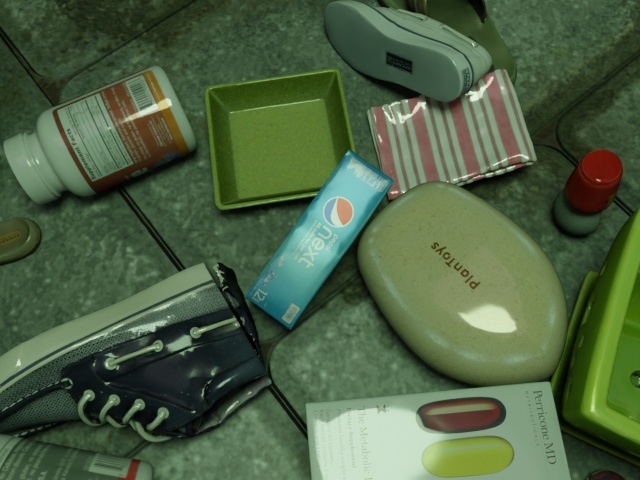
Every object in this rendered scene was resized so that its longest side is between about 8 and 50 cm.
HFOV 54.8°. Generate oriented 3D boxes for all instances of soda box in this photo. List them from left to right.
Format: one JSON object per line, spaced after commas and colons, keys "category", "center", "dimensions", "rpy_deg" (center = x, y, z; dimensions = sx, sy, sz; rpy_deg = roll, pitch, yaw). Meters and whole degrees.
{"category": "soda box", "center": [0.000, 0.000, 0.737], "dimensions": [0.067, 0.071, 0.210], "rpy_deg": [36, 87, 3]}

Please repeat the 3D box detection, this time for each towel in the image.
{"category": "towel", "center": [0.169, -0.140, 0.814], "dimensions": [0.197, 0.029, 0.144], "rpy_deg": [-15, 69, 11]}

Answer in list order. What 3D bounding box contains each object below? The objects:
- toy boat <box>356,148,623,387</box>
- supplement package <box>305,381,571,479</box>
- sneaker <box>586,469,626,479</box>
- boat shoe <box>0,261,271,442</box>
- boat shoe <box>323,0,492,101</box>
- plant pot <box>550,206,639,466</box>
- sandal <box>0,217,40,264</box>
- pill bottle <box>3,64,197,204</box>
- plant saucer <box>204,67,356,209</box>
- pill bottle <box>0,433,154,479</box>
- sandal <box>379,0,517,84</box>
{"category": "toy boat", "center": [0.219, 0.020, 0.728], "dimensions": [0.318, 0.148, 0.267], "rpy_deg": [-36, 67, -4]}
{"category": "supplement package", "center": [0.113, 0.231, 0.639], "dimensions": [0.244, 0.134, 0.139], "rpy_deg": [-6, 69, -1]}
{"category": "sneaker", "center": [0.324, 0.329, 0.624], "dimensions": [0.069, 0.084, 0.186], "rpy_deg": [-10, 69, -2]}
{"category": "boat shoe", "center": [-0.216, 0.165, 0.674], "dimensions": [0.340, 0.127, 0.158], "rpy_deg": [-29, 64, -10]}
{"category": "boat shoe", "center": [0.114, -0.268, 0.847], "dimensions": [0.084, 0.095, 0.258], "rpy_deg": [-34, 57, -28]}
{"category": "plant pot", "center": [0.368, 0.130, 0.634], "dimensions": [0.228, 0.207, 0.227], "rpy_deg": [23, 72, 9]}
{"category": "sandal", "center": [-0.448, 0.016, 0.780], "dimensions": [0.180, 0.049, 0.072], "rpy_deg": [-25, 70, -8]}
{"category": "pill bottle", "center": [-0.279, -0.130, 0.795], "dimensions": [0.216, 0.121, 0.121], "rpy_deg": [-25, 70, -8]}
{"category": "plant saucer", "center": [-0.052, -0.130, 0.830], "dimensions": [0.188, 0.045, 0.188], "rpy_deg": [-9, 69, -2]}
{"category": "pill bottle", "center": [-0.318, 0.269, 0.587], "dimensions": [0.283, 0.161, 0.161], "rpy_deg": [14, 69, -10]}
{"category": "sandal", "center": [0.181, -0.336, 0.879], "dimensions": [0.120, 0.086, 0.303], "rpy_deg": [-33, 74, -6]}
